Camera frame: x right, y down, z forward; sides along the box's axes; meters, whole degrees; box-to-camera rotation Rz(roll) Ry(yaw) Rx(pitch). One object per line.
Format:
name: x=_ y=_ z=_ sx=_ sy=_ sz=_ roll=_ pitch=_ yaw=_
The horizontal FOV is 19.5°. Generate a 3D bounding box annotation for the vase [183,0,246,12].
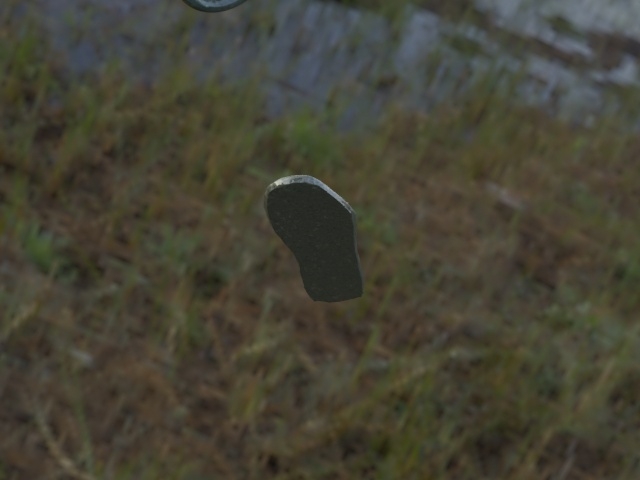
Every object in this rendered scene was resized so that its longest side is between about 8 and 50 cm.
vase: x=-0.122 y=-0.258 z=1.396 sx=0.086 sy=0.086 sz=0.214 roll=2 pitch=34 yaw=-43

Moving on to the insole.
insole: x=0.000 y=0.000 z=1.385 sx=0.063 sy=0.192 sz=0.010 roll=-9 pitch=62 yaw=7
